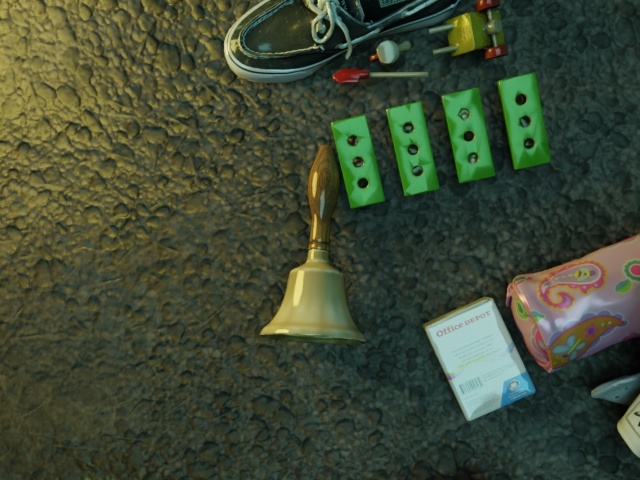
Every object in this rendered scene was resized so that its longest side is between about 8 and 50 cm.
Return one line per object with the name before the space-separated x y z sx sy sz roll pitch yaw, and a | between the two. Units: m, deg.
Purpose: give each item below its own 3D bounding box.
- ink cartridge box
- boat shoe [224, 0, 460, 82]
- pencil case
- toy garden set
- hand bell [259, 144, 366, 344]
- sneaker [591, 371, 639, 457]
ink cartridge box | 0.188 0.140 0.802 0.089 0.052 0.122 -24 89 3
boat shoe | 0.026 -0.275 0.795 0.307 0.105 0.113 -12 88 4
pencil case | 0.361 0.049 0.761 0.284 0.124 0.124 -23 87 3
toy garden set | 0.134 -0.166 0.807 0.245 0.049 0.203 -13 99 6
hand bell | 0.000 0.000 0.805 0.126 0.126 0.241 3 78 4
sneaker | 0.381 0.139 0.669 0.210 0.366 0.137 -40 45 17
